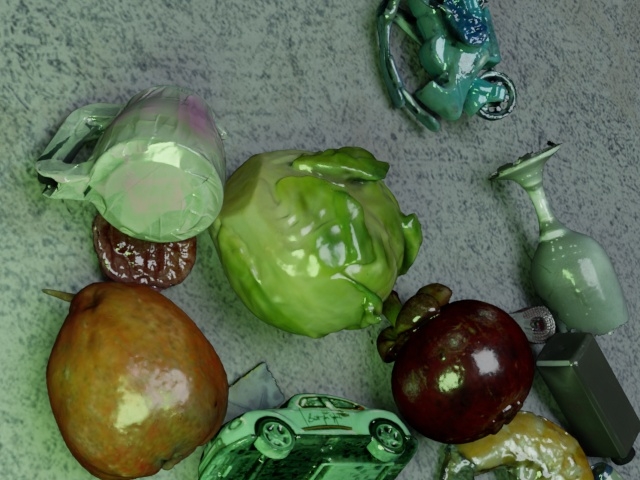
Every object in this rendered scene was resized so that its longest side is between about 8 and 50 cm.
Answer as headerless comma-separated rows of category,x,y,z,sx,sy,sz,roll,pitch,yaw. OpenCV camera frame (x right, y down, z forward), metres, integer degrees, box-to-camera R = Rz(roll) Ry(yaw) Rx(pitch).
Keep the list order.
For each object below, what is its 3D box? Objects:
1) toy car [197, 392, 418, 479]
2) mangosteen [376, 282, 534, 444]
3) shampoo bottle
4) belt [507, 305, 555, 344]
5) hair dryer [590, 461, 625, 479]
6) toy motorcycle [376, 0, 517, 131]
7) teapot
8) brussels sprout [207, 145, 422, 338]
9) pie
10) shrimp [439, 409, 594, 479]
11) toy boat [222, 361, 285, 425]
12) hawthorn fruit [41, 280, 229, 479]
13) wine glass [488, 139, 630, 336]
toy car,-0.024,0.266,1.740,0.306,0.136,0.125,8,41,-33
mangosteen,0.179,0.161,1.905,0.215,0.215,0.257,-19,60,-41
shampoo bottle,0.430,0.257,2.119,0.079,0.080,0.246,-51,120,-34
belt,0.272,0.137,2.075,0.232,0.053,0.071,2,75,-39
hair dryer,0.442,0.468,2.104,0.167,0.067,0.199,46,62,-24
toy motorcycle,0.190,-0.300,2.112,0.206,0.154,0.260,-15,89,-18
teapot,-0.221,-0.097,1.683,0.178,0.222,0.163,-86,153,-50
brussels sprout,-0.001,0.000,1.795,0.294,0.227,0.259,29,44,-19
pie,-0.228,-0.001,1.732,0.154,0.038,0.153,13,67,-32
shrimp,0.262,0.440,1.943,0.272,0.085,0.445,35,58,-14
toy boat,-0.098,0.212,1.774,0.115,0.016,0.063,-32,96,-40
hawthorn fruit,-0.233,0.148,1.576,0.210,0.210,0.262,-27,81,-41
wine glass,0.385,0.004,2.154,0.143,0.143,0.321,-24,90,-41
